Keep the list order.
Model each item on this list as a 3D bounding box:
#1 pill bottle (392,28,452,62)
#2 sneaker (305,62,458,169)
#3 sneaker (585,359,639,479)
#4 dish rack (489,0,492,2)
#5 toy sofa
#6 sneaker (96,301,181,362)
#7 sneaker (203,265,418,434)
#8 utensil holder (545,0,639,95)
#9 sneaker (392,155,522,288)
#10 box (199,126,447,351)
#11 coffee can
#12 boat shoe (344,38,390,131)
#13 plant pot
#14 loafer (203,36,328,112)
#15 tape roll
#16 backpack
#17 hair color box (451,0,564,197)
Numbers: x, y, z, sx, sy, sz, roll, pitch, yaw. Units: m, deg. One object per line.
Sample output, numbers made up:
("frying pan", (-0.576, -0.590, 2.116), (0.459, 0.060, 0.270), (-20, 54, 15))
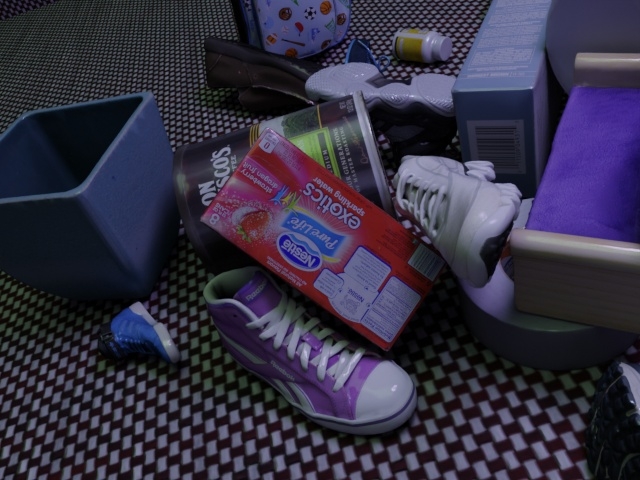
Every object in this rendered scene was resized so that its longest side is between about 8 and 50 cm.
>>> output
("pill bottle", (0.214, -0.408, 1.232), (0.116, 0.065, 0.065), (22, 55, 38))
("sneaker", (0.104, -0.197, 0.966), (0.268, 0.153, 0.101), (12, 49, 19))
("sneaker", (0.318, 0.226, 0.480), (0.122, 0.110, 0.283), (0, 43, -5))
("dish rack", (0.497, -0.547, 1.240), (0.271, 0.074, 0.208), (17, 49, 18))
("toy sofa", (0.324, -0.092, 0.642), (0.150, 0.177, 0.363), (9, 49, 29))
("sneaker", (-0.255, 0.143, 0.805), (0.084, 0.058, 0.152), (-33, 38, -24))
("sneaker", (-0.029, 0.116, 0.671), (0.282, 0.161, 0.102), (15, 51, 33))
("utensil holder", (0.513, -0.376, 0.809), (0.327, 0.328, 0.386), (10, 51, 30))
("sneaker", (0.134, -0.035, 0.633), (0.118, 0.110, 0.292), (19, 16, 0))
("box", (0.000, 0.000, 0.688), (0.128, 0.256, 0.122), (-55, 7, -5))
("coffee can", (-0.044, -0.080, 0.853), (0.275, 0.202, 0.202), (-16, 40, 8))
("boat shoe", (0.092, -0.292, 1.143), (0.088, 0.109, 0.259), (-1, 60, 11))
("plant pot", (-0.354, -0.041, 0.902), (0.246, 0.252, 0.248), (-4, 42, 17))
("loafer", (-0.104, -0.334, 1.255), (0.365, 0.130, 0.133), (27, 24, 30))
("tape roll", (0.274, 0.044, 0.701), (0.219, 0.072, 0.219), (-11, 42, 10))
("backpack", (-0.062, -0.545, 1.357), (0.263, 0.277, 0.213), (-22, 45, -14))
("hair color box", (0.316, -0.259, 0.933), (0.113, 0.185, 0.375), (6, 46, 28))
